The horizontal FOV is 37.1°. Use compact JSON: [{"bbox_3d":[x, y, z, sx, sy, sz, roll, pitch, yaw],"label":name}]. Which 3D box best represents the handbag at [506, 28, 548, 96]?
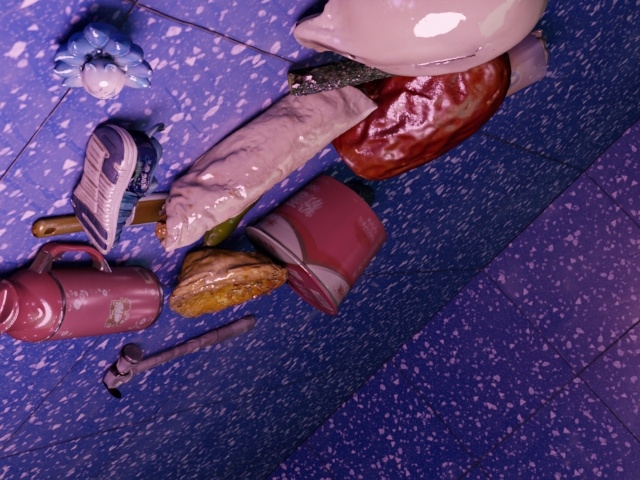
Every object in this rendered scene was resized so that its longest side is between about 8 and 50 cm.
[{"bbox_3d":[0.380,-0.342,1.910,0.173,0.095,0.117,-32,164,-14],"label":"handbag"}]

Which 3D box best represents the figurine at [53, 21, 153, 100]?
[{"bbox_3d":[-0.241,-0.200,1.053,0.114,0.114,0.079,90,7,-70],"label":"figurine"}]

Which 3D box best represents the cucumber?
[{"bbox_3d":[0.076,-0.259,1.427,0.257,0.043,0.044,-12,161,-9],"label":"cucumber"}]

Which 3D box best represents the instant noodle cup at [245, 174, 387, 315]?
[{"bbox_3d":[0.000,0.000,1.784,0.178,0.235,0.235,-47,163,-14],"label":"instant noodle cup"}]

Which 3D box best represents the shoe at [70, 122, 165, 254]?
[{"bbox_3d":[-0.265,-0.069,1.280,0.106,0.091,0.207,-16,144,-45],"label":"shoe"}]

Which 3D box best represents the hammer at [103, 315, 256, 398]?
[{"bbox_3d":[-0.279,0.224,2.012,0.427,0.044,0.152,-19,153,-48],"label":"hammer"}]

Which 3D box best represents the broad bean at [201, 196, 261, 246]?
[{"bbox_3d":[-0.124,-0.077,1.613,0.254,0.046,0.065,-47,173,18],"label":"broad bean"}]

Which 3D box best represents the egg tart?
[{"bbox_3d":[-0.173,0.065,1.711,0.232,0.098,0.252,-24,164,33],"label":"egg tart"}]

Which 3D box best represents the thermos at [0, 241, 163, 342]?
[{"bbox_3d":[-0.366,0.082,1.411,0.136,0.109,0.330,-46,160,19],"label":"thermos"}]

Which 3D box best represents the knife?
[{"bbox_3d":[-0.282,-0.041,1.423,0.343,0.027,0.061,-11,142,-56],"label":"knife"}]

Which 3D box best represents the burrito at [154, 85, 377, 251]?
[{"bbox_3d":[-0.095,-0.127,1.444,0.392,0.117,0.076,-37,150,-7],"label":"burrito"}]

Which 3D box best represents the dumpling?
[{"bbox_3d":[0.167,-0.332,1.330,0.395,0.233,0.315,-21,176,21],"label":"dumpling"}]

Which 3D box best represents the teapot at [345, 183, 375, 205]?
[{"bbox_3d":[0.071,-0.095,1.965,0.083,0.064,0.049,7,99,-62],"label":"teapot"}]

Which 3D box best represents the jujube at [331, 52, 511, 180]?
[{"bbox_3d":[0.164,-0.237,1.585,0.318,0.223,0.223,-38,163,18],"label":"jujube"}]
